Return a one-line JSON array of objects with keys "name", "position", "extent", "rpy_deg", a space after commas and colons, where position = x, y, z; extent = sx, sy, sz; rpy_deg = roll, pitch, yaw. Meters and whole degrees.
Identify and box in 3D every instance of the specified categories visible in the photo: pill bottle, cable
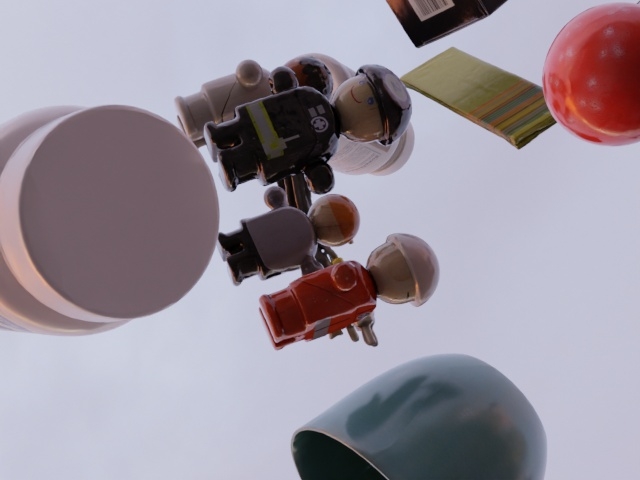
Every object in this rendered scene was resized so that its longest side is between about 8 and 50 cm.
[{"name": "pill bottle", "position": [-0.148, -0.008, 0.490], "extent": [0.119, 0.208, 0.119], "rpy_deg": [3, -95, -36]}, {"name": "pill bottle", "position": [0.035, -0.158, 1.218], "extent": [0.131, 0.229, 0.131], "rpy_deg": [-5, -100, 30]}, {"name": "cable", "position": [0.000, 0.000, 1.116], "extent": [0.072, 0.139, 0.287], "rpy_deg": [-15, -92, -13]}]

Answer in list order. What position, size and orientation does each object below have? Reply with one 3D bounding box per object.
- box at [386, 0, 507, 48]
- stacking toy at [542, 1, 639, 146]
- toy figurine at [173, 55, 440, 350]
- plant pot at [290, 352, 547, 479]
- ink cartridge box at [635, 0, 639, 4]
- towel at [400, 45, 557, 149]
[{"name": "box", "position": [0.197, -0.354, 1.127], "extent": [0.207, 0.153, 0.108], "rpy_deg": [-41, -75, -24]}, {"name": "stacking toy", "position": [0.301, -0.070, 0.557], "extent": [0.330, 0.141, 0.141], "rpy_deg": [17, -71, 0]}, {"name": "toy figurine", "position": [-0.011, -0.042, 0.717], "extent": [0.148, 0.209, 0.213], "rpy_deg": [-21, -67, -12]}, {"name": "plant pot", "position": [0.147, 0.284, 1.144], "extent": [0.235, 0.293, 0.293], "rpy_deg": [-36, -70, -27]}, {"name": "ink cartridge box", "position": [0.355, -0.197, 0.875], "extent": [0.063, 0.029, 0.115], "rpy_deg": [-42, -116, -8]}, {"name": "towel", "position": [0.211, -0.190, 1.169], "extent": [0.102, 0.237, 0.021], "rpy_deg": [-31, -49, -17]}]
